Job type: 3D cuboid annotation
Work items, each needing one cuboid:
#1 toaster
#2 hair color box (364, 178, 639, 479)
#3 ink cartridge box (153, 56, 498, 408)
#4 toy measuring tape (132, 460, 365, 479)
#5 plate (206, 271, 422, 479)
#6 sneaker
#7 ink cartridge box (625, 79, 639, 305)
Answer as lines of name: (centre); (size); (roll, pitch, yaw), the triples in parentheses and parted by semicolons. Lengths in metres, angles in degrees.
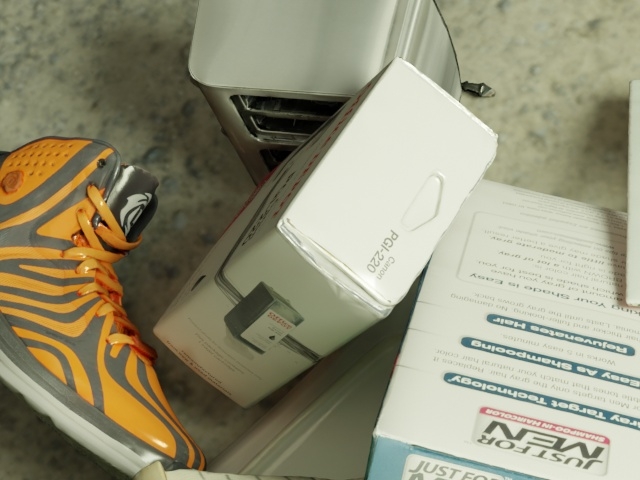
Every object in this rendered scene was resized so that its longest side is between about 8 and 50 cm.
toaster: (0.012, -0.109, 1.305); (0.186, 0.168, 0.110); (6, 67, 17)
hair color box: (0.131, 0.088, 1.095); (0.174, 0.105, 0.347); (13, 26, 6)
ink cartridge box: (0.000, 0.000, 1.198); (0.092, 0.218, 0.158); (40, 58, -9)
toy measuring tape: (0.046, 0.191, 1.103); (0.330, 0.121, 0.121); (4, 63, -19)
plate: (0.058, 0.187, 1.229); (0.278, 0.045, 0.277); (-43, 63, -8)
sneaker: (-0.159, 0.034, 1.303); (0.321, 0.124, 0.180); (39, 80, 27)
ink cartridge box: (0.317, -0.021, 1.181); (0.239, 0.060, 0.275); (-4, 33, 13)
